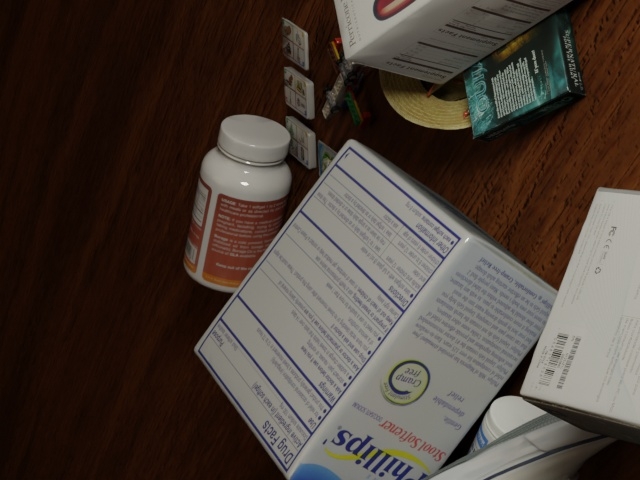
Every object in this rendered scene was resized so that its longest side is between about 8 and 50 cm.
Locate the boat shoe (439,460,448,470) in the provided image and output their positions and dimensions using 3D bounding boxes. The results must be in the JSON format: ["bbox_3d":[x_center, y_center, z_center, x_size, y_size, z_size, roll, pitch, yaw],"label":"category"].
[{"bbox_3d":[0.063,0.151,1.628,0.319,0.116,0.099,-113,30,-49],"label":"boat shoe"}]

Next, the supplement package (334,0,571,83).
[{"bbox_3d":[0.137,-0.265,1.391,0.244,0.133,0.139,-31,61,42],"label":"supplement package"}]

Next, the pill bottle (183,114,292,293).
[{"bbox_3d":[-0.104,-0.049,1.959,0.121,0.121,0.216,-125,41,-50],"label":"pill bottle"}]

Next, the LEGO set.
[{"bbox_3d":[0.020,-0.160,1.827,0.244,0.060,0.182,-138,42,-59],"label":"LEGO set"}]

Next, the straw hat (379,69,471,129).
[{"bbox_3d":[0.135,-0.166,1.534,0.061,0.144,0.145,44,-144,-69],"label":"straw hat"}]

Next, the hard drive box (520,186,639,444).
[{"bbox_3d":[0.281,0.066,1.090,0.232,0.089,0.181,10,75,53],"label":"hard drive box"}]

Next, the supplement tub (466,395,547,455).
[{"bbox_3d":[0.177,0.210,1.441,0.071,0.071,0.107,-120,39,-46],"label":"supplement tub"}]

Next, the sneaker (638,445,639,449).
[{"bbox_3d":[0.287,0.113,1.185,0.267,0.101,0.106,45,127,55],"label":"sneaker"}]

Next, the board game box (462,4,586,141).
[{"bbox_3d":[0.185,-0.203,1.449,0.126,0.026,0.186,-25,65,45],"label":"board game box"}]

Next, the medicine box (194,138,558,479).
[{"bbox_3d":[0.048,0.088,1.493,0.289,0.149,0.263,-54,34,6],"label":"medicine box"}]

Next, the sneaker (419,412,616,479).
[{"bbox_3d":[0.182,0.218,1.343,0.258,0.094,0.091,-31,84,24],"label":"sneaker"}]
